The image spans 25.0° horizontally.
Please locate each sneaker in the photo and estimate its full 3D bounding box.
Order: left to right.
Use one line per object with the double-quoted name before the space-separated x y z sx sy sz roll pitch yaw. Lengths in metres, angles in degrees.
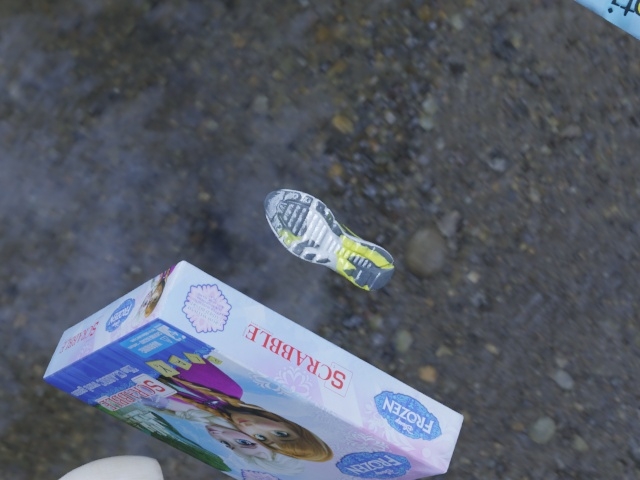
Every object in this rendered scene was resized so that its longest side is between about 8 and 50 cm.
"sneaker" 0.000 0.000 0.776 0.031 0.083 0.035 -55 23 -4

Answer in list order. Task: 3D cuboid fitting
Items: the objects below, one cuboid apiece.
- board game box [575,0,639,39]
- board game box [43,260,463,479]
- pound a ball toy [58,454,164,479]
"board game box" 0.303 -0.293 1.091 0.144 0.275 0.142 32 51 1
"board game box" -0.077 0.156 1.432 0.319 0.318 0.066 -28 36 58
"pound a ball toy" -0.164 0.333 0.999 0.136 0.208 0.319 -2 44 -16
